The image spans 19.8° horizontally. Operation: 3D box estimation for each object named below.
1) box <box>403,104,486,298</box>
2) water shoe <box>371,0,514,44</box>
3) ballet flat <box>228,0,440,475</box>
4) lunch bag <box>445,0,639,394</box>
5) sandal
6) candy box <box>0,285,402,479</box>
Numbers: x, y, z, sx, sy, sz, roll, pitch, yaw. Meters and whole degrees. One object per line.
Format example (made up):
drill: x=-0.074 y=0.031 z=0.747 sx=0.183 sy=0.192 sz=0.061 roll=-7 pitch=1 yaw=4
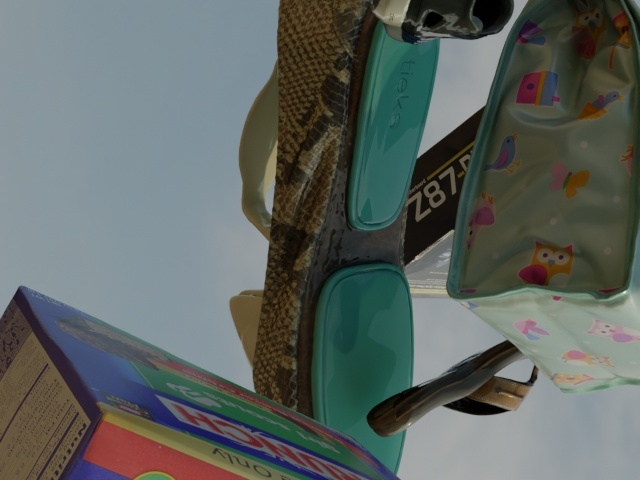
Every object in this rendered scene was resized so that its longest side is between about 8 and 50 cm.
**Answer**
box: x=0.242 y=-0.054 z=1.894 sx=0.318 sy=0.395 sz=0.097 roll=-40 pitch=-113 yaw=27
water shoe: x=0.086 y=-0.153 z=1.193 sx=0.203 sy=0.080 sz=0.073 roll=-33 pitch=144 yaw=-76
ballet flat: x=0.000 y=0.000 z=1.630 sx=0.182 sy=0.164 sz=0.482 roll=9 pitch=-82 yaw=39
lunch bag: x=0.207 y=-0.044 z=1.301 sx=0.160 sy=0.223 sz=0.262 roll=-2 pitch=-114 yaw=29
sandal: x=0.140 y=0.129 z=1.588 sx=0.090 sy=0.219 sz=0.060 roll=-32 pitch=-96 yaw=58
candy box: x=-0.065 y=0.156 z=1.069 sx=0.122 sy=0.268 sz=0.317 roll=-63 pitch=-160 yaw=2
